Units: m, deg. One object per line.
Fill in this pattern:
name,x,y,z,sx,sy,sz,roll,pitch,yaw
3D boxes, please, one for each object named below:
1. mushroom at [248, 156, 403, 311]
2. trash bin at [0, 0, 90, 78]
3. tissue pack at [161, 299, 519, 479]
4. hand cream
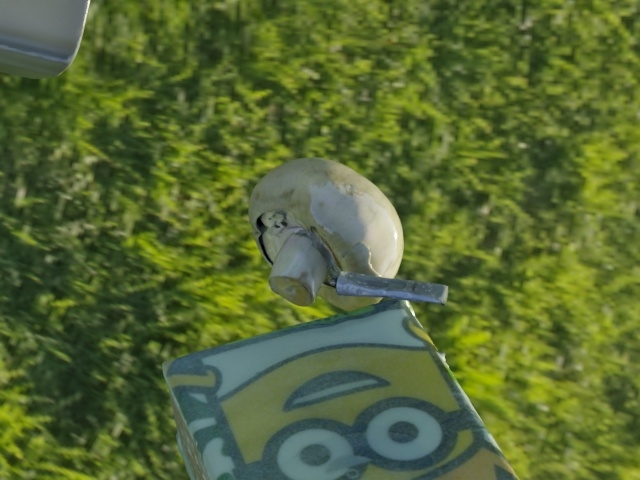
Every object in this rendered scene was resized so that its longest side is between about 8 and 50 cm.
mushroom,0.000,0.000,1.486,0.122,0.154,0.154,-52,121,-26
trash bin,-0.376,-0.277,1.682,0.250,0.220,0.219,14,88,-29
tissue pack,0.026,0.196,1.300,0.228,0.311,0.128,-15,127,-13
hand cream,0.053,0.036,1.262,0.030,0.093,0.019,-56,147,-64
